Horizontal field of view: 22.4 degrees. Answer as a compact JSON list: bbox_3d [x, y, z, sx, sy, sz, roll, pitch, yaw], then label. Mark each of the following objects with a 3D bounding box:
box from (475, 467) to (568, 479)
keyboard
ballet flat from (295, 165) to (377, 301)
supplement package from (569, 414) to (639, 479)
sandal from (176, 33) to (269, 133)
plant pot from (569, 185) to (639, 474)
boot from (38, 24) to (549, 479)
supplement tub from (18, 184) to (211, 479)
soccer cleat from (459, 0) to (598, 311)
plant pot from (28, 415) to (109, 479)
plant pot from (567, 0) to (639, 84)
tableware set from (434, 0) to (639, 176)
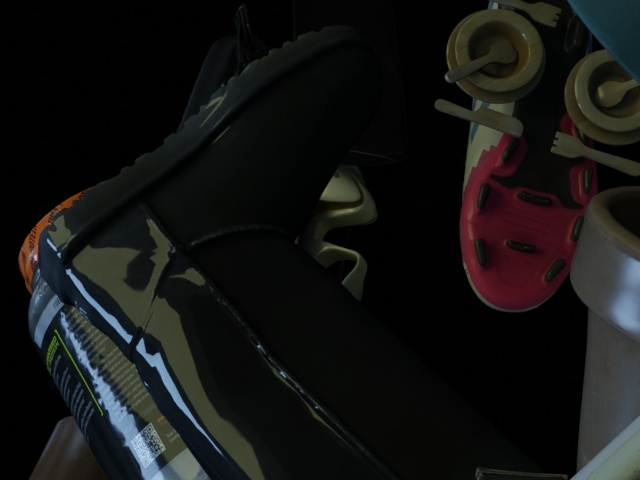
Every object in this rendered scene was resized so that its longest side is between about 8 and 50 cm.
[{"bbox_3d":[0.117,0.353,1.072,0.293,0.073,0.295,97,174,-49],"label":"box"},{"bbox_3d":[-0.010,-0.194,1.757,0.317,0.202,0.033,-93,17,-47],"label":"keyboard"},{"bbox_3d":[0.000,0.000,1.680,0.123,0.123,0.348,-25,46,49],"label":"ballet flat"},{"bbox_3d":[0.235,0.212,0.846,0.262,0.198,0.199,-50,21,32],"label":"supplement package"},{"bbox_3d":[-0.107,-0.052,1.848,0.107,0.167,0.445,-3,60,28],"label":"sandal"},{"bbox_3d":[0.265,0.114,1.026,0.263,0.263,0.229,44,122,60],"label":"plant pot"},{"bbox_3d":[0.032,0.065,1.345,0.367,0.146,0.445,-39,62,-11],"label":"boot"},{"bbox_3d":[-0.140,0.118,1.517,0.207,0.207,0.338,-47,62,27],"label":"supplement tub"},{"bbox_3d":[0.188,-0.087,1.454,0.143,0.116,0.331,106,173,-75],"label":"soccer cleat"},{"bbox_3d":[-0.266,0.296,1.814,0.167,0.167,0.165,-24,40,49],"label":"plant pot"},{"bbox_3d":[0.286,-0.206,1.234,0.166,0.234,0.165,-45,33,28],"label":"plant pot"},{"bbox_3d":[0.202,-0.143,1.373,0.039,0.194,0.128,103,-175,-75],"label":"tableware set"}]
